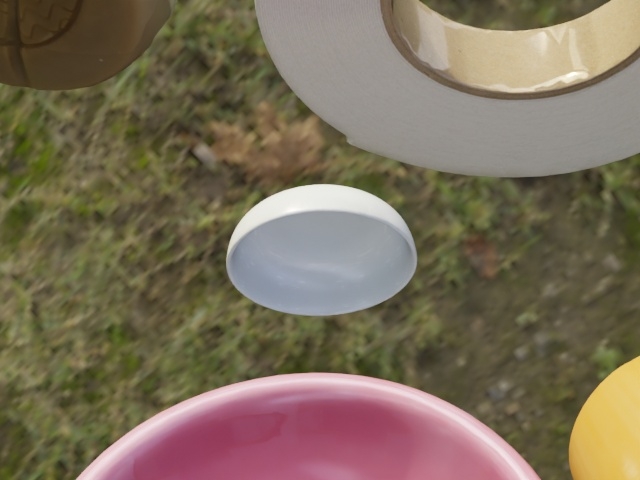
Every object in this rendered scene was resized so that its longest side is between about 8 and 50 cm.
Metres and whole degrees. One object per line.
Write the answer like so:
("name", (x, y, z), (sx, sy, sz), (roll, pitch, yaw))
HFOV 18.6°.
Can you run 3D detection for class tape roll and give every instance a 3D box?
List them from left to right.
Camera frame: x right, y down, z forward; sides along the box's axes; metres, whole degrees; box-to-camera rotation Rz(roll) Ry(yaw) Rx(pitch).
("tape roll", (0.143, -0.195, 1.375), (0.392, 0.392, 0.072), (18, 46, -22))

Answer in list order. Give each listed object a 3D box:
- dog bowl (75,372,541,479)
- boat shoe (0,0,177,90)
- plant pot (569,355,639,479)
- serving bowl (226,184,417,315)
("dog bowl", (-0.009, 0.256, 1.202), (0.408, 0.150, 0.408), (-3, 47, 3))
("boat shoe", (-0.081, -0.205, 0.411), (0.123, 0.123, 0.342), (-47, 129, -41))
("plant pot", (0.248, 0.164, 1.188), (0.205, 0.205, 0.188), (10, 23, -26))
("serving bowl", (0.000, 0.000, 0.858), (0.083, 0.083, 0.027), (14, 53, -24))
